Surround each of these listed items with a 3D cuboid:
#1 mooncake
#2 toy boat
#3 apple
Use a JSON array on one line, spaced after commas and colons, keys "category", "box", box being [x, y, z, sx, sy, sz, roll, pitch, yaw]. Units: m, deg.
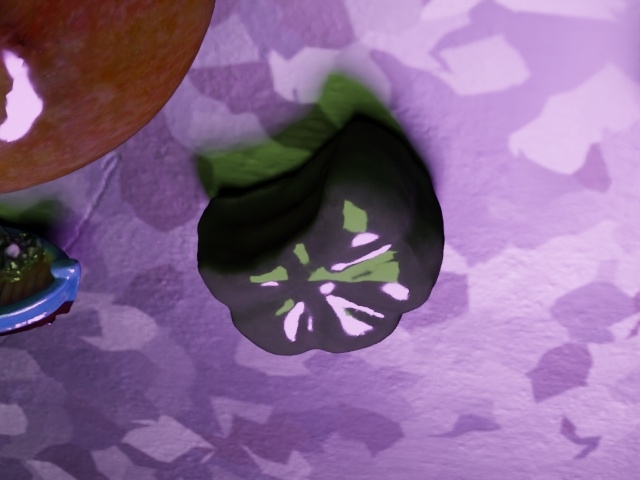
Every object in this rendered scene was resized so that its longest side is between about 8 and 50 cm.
[{"category": "mooncake", "box": [0.000, 0.000, 0.911, 0.168, 0.104, 0.175, 22, 126, -4]}, {"category": "toy boat", "box": [-0.286, 0.017, 0.964, 0.223, 0.100, 0.097, 3, 144, 4]}, {"category": "apple", "box": [-0.186, -0.149, 0.726, 0.257, 0.234, 0.256, 3, 127, 4]}]
